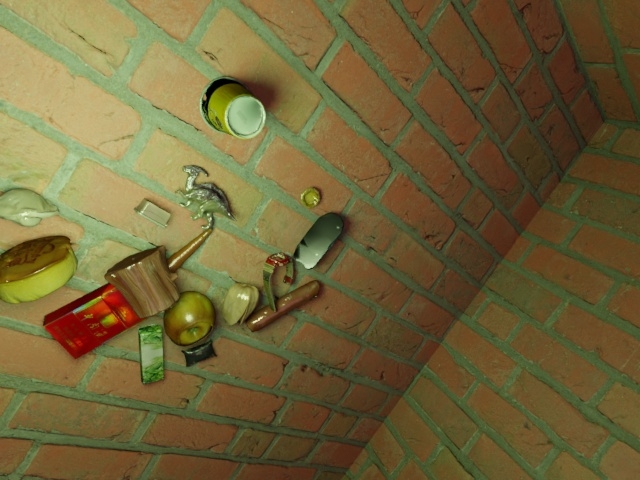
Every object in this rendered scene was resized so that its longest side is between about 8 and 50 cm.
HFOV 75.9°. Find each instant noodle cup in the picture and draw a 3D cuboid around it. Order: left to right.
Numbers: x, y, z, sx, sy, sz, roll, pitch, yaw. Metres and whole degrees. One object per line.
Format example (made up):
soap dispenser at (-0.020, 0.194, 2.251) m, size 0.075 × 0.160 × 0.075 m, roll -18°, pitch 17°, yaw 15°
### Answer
instant noodle cup at (-0.304, -0.467, 1.484) m, size 0.215 × 0.236 × 0.216 m, roll -15°, pitch 123°, yaw -25°

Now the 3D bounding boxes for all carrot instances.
carrot at (-0.578, 0.062, 1.702) m, size 0.336 × 0.069 × 0.069 m, roll -45°, pitch 128°, yaw -10°

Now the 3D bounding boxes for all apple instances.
apple at (-0.560, 0.336, 1.754) m, size 0.236 × 0.207 × 0.237 m, roll -13°, pitch 121°, yaw -23°

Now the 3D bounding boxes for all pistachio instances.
pistachio at (-0.368, 0.295, 1.886) m, size 0.157 × 0.157 × 0.230 m, roll 9°, pitch 121°, yaw -34°

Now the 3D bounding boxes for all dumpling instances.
dumpling at (-0.972, -0.101, 1.337) m, size 0.198 × 0.136 × 0.119 m, roll 5°, pitch 118°, yaw -22°

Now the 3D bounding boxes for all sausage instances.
sausage at (-0.178, 0.324, 2.051) m, size 0.418 × 0.094 × 0.094 m, roll -28°, pitch 82°, yaw -16°

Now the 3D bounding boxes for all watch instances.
watch at (-0.197, 0.191, 1.957) m, size 0.164 × 0.102 × 0.269 m, roll -33°, pitch 129°, yaw -39°

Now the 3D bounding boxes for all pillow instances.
pillow at (-0.576, 0.535, 1.946) m, size 0.149 × 0.048 × 0.091 m, roll -16°, pitch 124°, yaw -21°

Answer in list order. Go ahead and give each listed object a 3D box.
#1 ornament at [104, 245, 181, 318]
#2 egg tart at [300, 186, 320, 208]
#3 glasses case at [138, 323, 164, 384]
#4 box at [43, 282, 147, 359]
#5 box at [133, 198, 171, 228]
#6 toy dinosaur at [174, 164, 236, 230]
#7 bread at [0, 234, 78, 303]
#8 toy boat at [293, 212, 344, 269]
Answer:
ornament at (-0.666, 0.164, 1.564) m, size 0.235 × 0.221 × 0.218 m, roll -35°, pitch 111°, yaw -36°
egg tart at (-0.052, -0.198, 1.893) m, size 0.105 × 0.039 × 0.105 m, roll -14°, pitch 120°, yaw -25°
glasses case at (-0.751, 0.504, 1.818) m, size 0.095 × 0.062 × 0.273 m, roll -8°, pitch 118°, yaw -34°
box at (-0.877, 0.303, 1.624) m, size 0.313 × 0.089 × 0.198 m, roll -30°, pitch 124°, yaw -15°
box at (-0.637, -0.105, 1.564) m, size 0.122 × 0.089 × 0.062 m, roll 36°, pitch 82°, yaw -38°
toy dinosaur at (-0.468, -0.160, 1.639) m, size 0.162 × 0.077 × 0.294 m, roll -40°, pitch 127°, yaw -7°
bread at (-0.953, 0.088, 1.366) m, size 0.269 × 0.270 × 0.148 m, roll -23°, pitch 124°, yaw -20°
toy boat at (0.000, 0.000, 1.996) m, size 0.299 × 0.134 × 0.092 m, roll -51°, pitch 165°, yaw -1°
